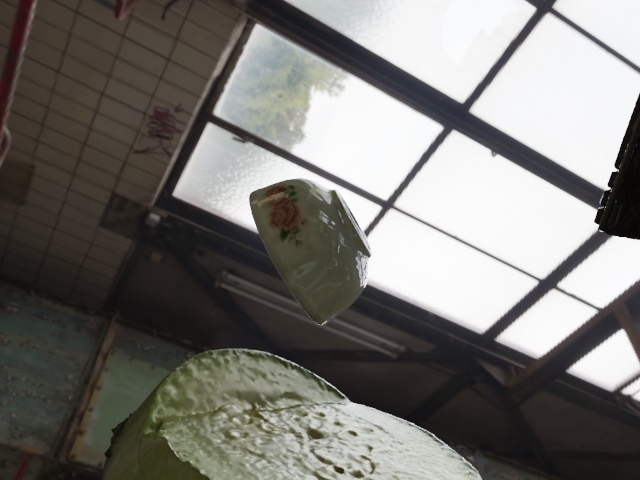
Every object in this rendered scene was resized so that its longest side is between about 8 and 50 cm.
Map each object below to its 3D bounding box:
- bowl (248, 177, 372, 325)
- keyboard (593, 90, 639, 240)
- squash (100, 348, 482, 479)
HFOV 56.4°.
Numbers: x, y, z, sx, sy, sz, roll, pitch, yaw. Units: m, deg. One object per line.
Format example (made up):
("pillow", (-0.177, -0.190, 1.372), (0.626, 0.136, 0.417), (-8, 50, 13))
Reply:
("bowl", (0.000, 0.000, 1.067), (0.145, 0.277, 0.277), (-31, -154, 8))
("keyboard", (0.325, -0.151, 0.512), (0.027, 0.106, 0.317), (-136, -123, -64))
("squash", (-0.024, 0.141, 0.383), (0.133, 0.220, 0.220), (-61, -162, 21))
